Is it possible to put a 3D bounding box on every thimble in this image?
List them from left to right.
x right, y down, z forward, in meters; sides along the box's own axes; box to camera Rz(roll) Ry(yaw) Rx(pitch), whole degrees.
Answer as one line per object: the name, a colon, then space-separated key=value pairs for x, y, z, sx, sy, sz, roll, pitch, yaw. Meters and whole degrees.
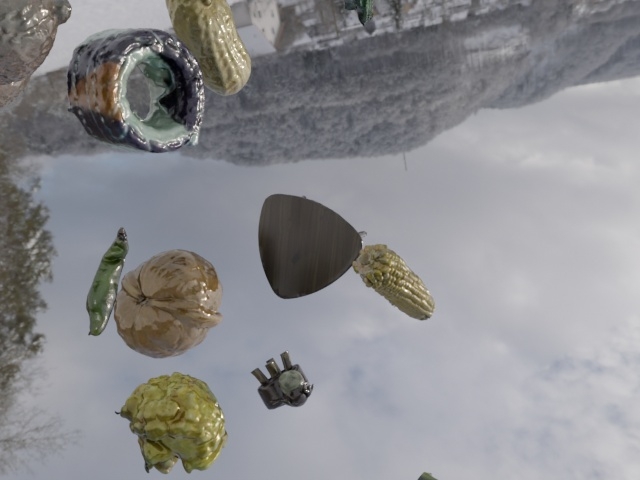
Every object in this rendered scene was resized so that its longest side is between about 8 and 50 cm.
thimble: x=-0.330 y=-0.268 z=0.906 sx=0.150 sy=0.237 sz=0.237 roll=13 pitch=-148 yaw=32

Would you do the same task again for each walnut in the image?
walnut: x=-0.396 y=0.167 z=1.296 sx=0.285 sy=0.296 sz=0.285 roll=25 pitch=177 yaw=1

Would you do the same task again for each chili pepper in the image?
chili pepper: x=0.087 y=-0.621 z=1.159 sx=0.061 sy=0.224 sz=0.098 roll=-36 pitch=-121 yaw=-21

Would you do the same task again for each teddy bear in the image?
teddy bear: x=-0.447 y=-0.272 z=0.646 sx=0.267 sy=0.235 sz=0.151 roll=-16 pitch=151 yaw=39

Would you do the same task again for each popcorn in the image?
popcorn: x=-0.286 y=0.363 z=0.964 sx=0.218 sy=0.189 sz=0.169 roll=0 pitch=-159 yaw=46

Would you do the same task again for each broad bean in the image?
broad bean: x=-0.384 y=0.071 z=0.879 sx=0.046 sy=0.195 sz=0.061 roll=15 pitch=172 yaw=-12

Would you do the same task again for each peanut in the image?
peanut: x=-0.264 y=-0.482 z=1.151 sx=0.152 sy=0.313 sz=0.152 roll=-5 pitch=-117 yaw=10

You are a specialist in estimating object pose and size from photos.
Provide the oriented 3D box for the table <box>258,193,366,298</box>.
table: x=0.000 y=0.000 z=1.510 sx=0.318 sy=0.317 sz=0.249 roll=-6 pitch=-173 yaw=16

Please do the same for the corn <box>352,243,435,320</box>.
corn: x=0.148 y=0.085 z=0.946 sx=0.087 sy=0.288 sz=0.086 roll=-17 pitch=-124 yaw=26

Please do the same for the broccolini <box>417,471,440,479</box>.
broccolini: x=0.348 y=0.437 z=0.761 sx=0.392 sy=0.078 sz=0.074 roll=18 pitch=-170 yaw=20

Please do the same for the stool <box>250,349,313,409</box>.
stool: x=-0.093 y=0.354 z=1.221 sx=0.125 sy=0.121 sz=0.217 roll=-27 pitch=177 yaw=-23
